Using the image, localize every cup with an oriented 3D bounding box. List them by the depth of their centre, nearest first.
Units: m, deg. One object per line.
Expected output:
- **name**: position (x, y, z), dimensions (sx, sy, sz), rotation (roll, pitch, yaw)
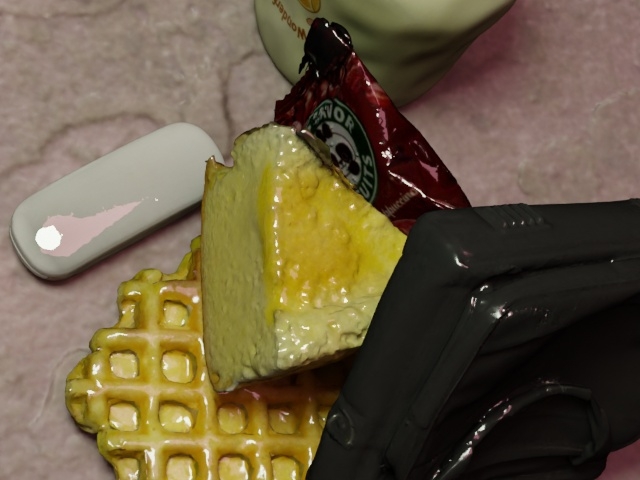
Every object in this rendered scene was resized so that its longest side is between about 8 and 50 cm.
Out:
- **cup**: position (0.069, -0.238, 1.227), dimensions (0.173, 0.202, 0.255), rotation (29, 65, -7)

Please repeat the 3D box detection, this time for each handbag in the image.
- **handbag**: position (0.136, 0.083, 1.097), dimensions (0.275, 0.244, 0.088), rotation (-6, 42, -40)

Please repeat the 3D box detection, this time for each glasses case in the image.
- **glasses case**: position (-0.141, -0.029, 1.175), dimensions (0.164, 0.041, 0.063), rotation (-31, 82, -24)

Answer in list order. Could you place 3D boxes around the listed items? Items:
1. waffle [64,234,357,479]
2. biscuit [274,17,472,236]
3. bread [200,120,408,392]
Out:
- **waffle**: position (-0.041, 0.113, 1.156), dimensions (0.254, 0.052, 0.245), rotation (47, 63, 3)
- **biscuit**: position (0.047, -0.038, 1.181), dimensions (0.063, 0.151, 0.235), rotation (-34, 86, -35)
- **bread**: position (0.000, 0.000, 1.110), dimensions (0.169, 0.140, 0.160), rotation (-15, 84, -30)
